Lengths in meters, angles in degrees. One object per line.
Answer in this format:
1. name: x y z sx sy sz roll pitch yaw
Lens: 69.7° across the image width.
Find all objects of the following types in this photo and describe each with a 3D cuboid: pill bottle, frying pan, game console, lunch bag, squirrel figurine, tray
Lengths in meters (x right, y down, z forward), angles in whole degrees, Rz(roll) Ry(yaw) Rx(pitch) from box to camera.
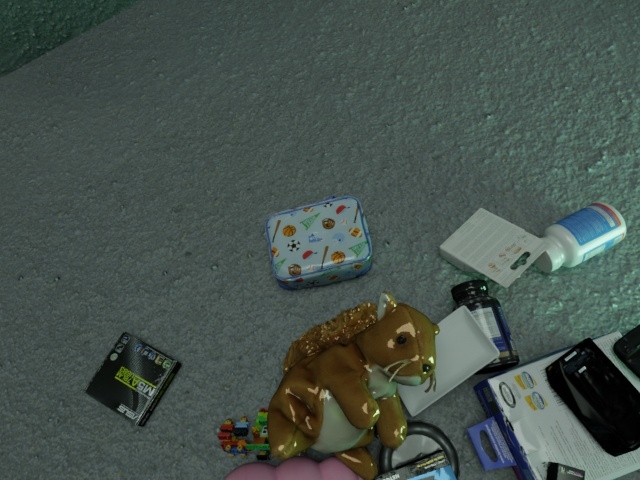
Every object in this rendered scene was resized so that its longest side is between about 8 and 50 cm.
1. pill bottle: 0.681 -0.004 1.232 0.221 0.124 0.124 -26 65 -6
2. frying pan: 0.200 0.478 1.109 0.197 0.053 0.326 -30 69 -7
3. game console: 0.688 0.273 0.988 0.361 0.044 0.213 -32 68 -8
4. lunch bag: 0.000 0.000 1.315 0.303 0.115 0.243 -13 62 1
5. squirrel figurine: 0.082 0.266 1.043 0.370 0.281 0.397 -53 23 13
6. pill bottle: 0.407 0.216 1.162 0.122 0.123 0.219 -11 64 1
7. tray: 0.292 0.296 1.125 0.270 0.030 0.145 -44 53 19

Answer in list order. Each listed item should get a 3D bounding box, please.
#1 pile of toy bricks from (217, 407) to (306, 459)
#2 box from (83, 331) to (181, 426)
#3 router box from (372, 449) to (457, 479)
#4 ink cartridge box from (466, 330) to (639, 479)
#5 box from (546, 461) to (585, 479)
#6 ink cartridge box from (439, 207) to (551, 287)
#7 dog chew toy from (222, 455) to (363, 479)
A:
1. pile of toy bricks: -0.141 0.462 1.132 0.212 0.118 0.105 -5 32 14
2. box: -0.503 0.369 1.236 0.190 0.045 0.184 24 68 17
3. router box: 0.218 0.564 1.019 0.179 0.046 0.133 -21 69 -3
4. ink cartridge box: 0.542 0.403 1.045 0.395 0.151 0.270 -19 65 -5
5. box: 0.478 0.486 0.902 0.052 0.062 0.083 13 70 12
6. ink cartridge box: 0.466 0.026 1.244 0.181 0.056 0.224 -40 49 -13
7. dog chew toy: -0.062 0.576 1.014 0.331 0.207 0.207 -14 64 -9
